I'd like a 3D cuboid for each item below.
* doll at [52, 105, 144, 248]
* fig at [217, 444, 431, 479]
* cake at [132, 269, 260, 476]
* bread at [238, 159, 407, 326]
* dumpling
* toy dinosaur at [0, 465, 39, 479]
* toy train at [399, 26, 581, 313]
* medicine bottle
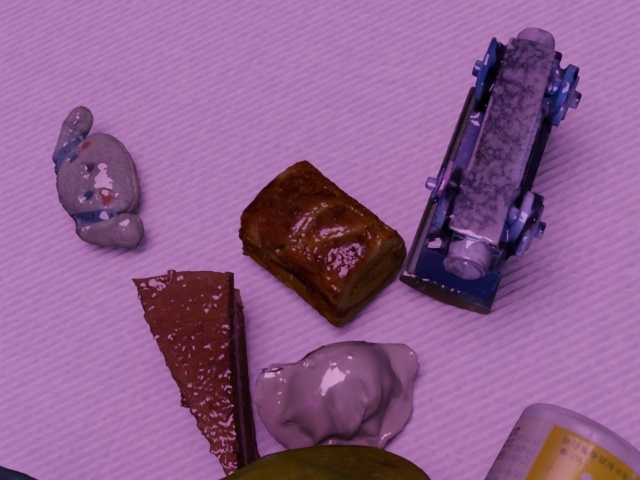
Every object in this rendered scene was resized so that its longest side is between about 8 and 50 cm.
[{"bbox_3d":[-0.282,-0.074,1.527,0.103,0.071,0.214,-28,67,8],"label":"doll"},{"bbox_3d":[-0.043,0.297,1.179,0.314,0.233,0.233,7,65,17],"label":"fig"},{"bbox_3d":[-0.108,0.156,1.335,0.113,0.116,0.295,-23,60,3],"label":"cake"},{"bbox_3d":[0.000,0.000,1.395,0.132,0.103,0.172,-44,59,-12],"label":"bread"},{"bbox_3d":[0.024,0.174,1.307,0.188,0.108,0.127,-14,83,-12],"label":"dumpling"},{"bbox_3d":[-0.228,0.311,1.163,0.383,0.331,0.129,33,78,28],"label":"toy dinosaur"},{"bbox_3d":[0.194,-0.076,1.332,0.131,0.202,0.299,21,69,5],"label":"toy train"},{"bbox_3d":[0.203,0.298,1.168,0.143,0.143,0.258,26,73,25],"label":"medicine bottle"}]
